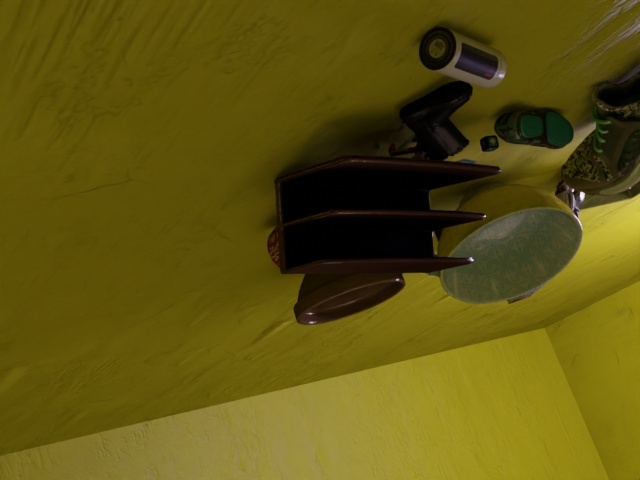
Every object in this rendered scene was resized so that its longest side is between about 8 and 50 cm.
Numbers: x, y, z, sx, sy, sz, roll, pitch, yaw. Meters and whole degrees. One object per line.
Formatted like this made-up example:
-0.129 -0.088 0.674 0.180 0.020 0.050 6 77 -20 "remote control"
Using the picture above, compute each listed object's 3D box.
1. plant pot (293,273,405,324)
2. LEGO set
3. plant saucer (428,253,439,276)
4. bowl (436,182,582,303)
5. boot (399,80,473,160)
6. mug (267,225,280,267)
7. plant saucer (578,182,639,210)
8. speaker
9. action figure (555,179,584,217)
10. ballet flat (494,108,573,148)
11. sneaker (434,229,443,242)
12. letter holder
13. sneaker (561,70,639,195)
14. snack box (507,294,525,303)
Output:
0.047 0.083 1.800 0.238 0.109 0.237 -19 164 -6 "plant pot"
0.159 -0.139 1.416 0.244 0.060 0.182 -17 168 37 "LEGO set"
0.199 0.038 1.840 0.195 0.037 0.195 17 175 2 "plant saucer"
0.352 -0.021 1.726 0.290 0.156 0.289 -11 141 -9 "bowl"
0.182 -0.168 1.247 0.121 0.045 0.099 -22 128 28 "boot"
-0.008 0.002 1.482 0.113 0.150 0.169 -28 175 -35 "mug"
0.686 -0.138 1.969 0.189 0.045 0.188 -11 161 -23 "plant saucer"
0.184 -0.232 1.110 0.055 0.055 0.136 -31 159 33 "speaker"
0.498 -0.054 1.859 0.285 0.099 0.185 -46 153 13 "action figure"
0.353 -0.187 1.448 0.188 0.070 0.070 3 152 -47 "ballet flat"
0.347 0.003 1.943 0.106 0.101 0.267 -28 161 20 "sneaker"
0.115 -0.035 1.329 0.302 0.151 0.214 1 172 -33 "letter holder"
0.520 -0.217 1.475 0.182 0.158 0.410 20 151 -15 "sneaker"
0.467 0.036 2.047 0.070 0.174 0.207 -18 163 -15 "snack box"
